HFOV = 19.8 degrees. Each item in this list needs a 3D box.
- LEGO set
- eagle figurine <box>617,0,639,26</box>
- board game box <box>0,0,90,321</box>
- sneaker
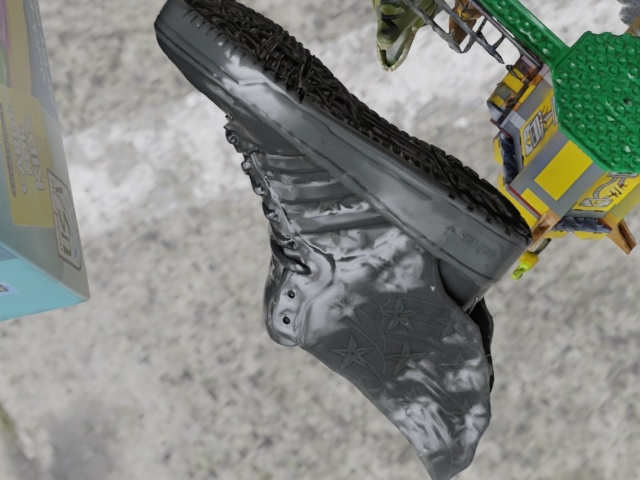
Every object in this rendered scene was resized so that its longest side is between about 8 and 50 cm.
[{"bbox_3d":[0.056,-0.131,0.806,0.331,0.255,0.192,36,152,1],"label":"LEGO set"},{"bbox_3d":[0.379,-0.118,1.419,0.226,0.298,0.225,27,93,48],"label":"eagle figurine"},{"bbox_3d":[-0.167,-0.116,0.613,0.079,0.336,0.254,-12,80,3],"label":"board game box"},{"bbox_3d":[0.000,-0.001,0.602,0.170,0.051,0.089,35,112,-7],"label":"sneaker"}]
